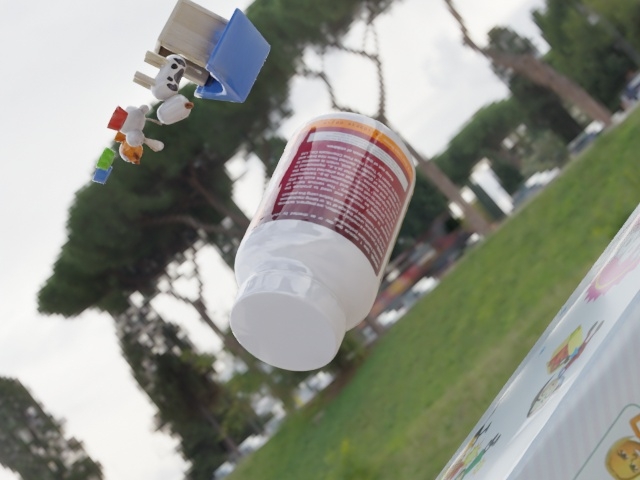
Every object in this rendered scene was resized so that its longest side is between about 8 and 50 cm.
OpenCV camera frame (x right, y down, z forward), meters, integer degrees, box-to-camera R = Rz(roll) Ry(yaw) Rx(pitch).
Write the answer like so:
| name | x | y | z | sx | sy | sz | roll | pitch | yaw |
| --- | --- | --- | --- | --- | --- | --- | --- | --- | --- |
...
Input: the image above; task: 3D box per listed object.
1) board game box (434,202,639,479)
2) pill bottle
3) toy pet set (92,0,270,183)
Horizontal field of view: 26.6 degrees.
| name | x | y | z | sx | sy | sz | roll | pitch | yaw |
| --- | --- | --- | --- | --- | --- | --- | --- | --- | --- |
| board game box | 0.194 | 0.047 | 0.403 | 0.303 | 0.224 | 0.097 | -52 | 1 | -9 |
| pill bottle | 0.000 | 0.000 | 0.803 | 0.086 | 0.086 | 0.152 | -52 | 11 | 45 |
| toy pet set | -0.085 | -0.086 | 0.845 | 0.114 | 0.065 | 0.122 | -65 | 7 | -17 |
